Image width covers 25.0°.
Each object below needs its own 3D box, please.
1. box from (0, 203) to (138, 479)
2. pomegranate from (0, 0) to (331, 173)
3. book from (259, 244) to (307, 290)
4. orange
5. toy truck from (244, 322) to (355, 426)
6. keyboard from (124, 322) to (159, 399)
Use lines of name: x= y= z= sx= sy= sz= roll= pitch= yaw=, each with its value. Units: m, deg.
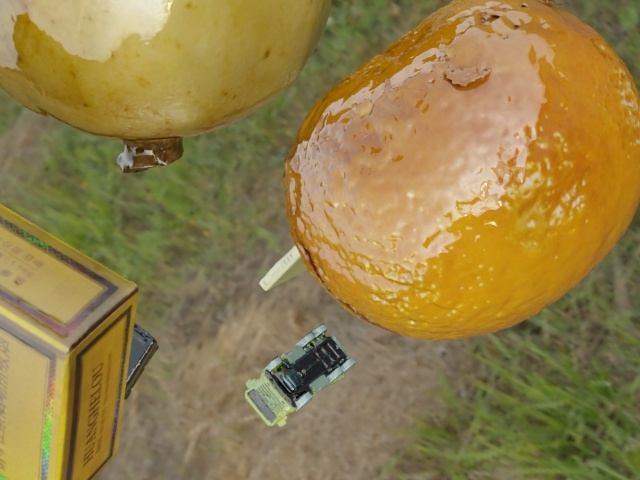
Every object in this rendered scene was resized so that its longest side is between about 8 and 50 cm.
box: x=-0.280 y=0.046 z=1.041 sx=0.084 sy=0.302 sz=0.192 roll=-45 pitch=-22 yaw=-43
pomegranate: x=-0.139 y=-0.210 z=1.076 sx=0.307 sy=0.307 sz=0.307 roll=-26 pitch=50 yaw=36
book: x=0.000 y=-0.001 z=1.259 sx=0.014 sy=0.077 sz=0.111 roll=53 pitch=130 yaw=10
orange: x=0.078 y=-0.033 z=0.745 sx=0.193 sy=0.161 sz=0.193 roll=-35 pitch=3 yaw=2
toy truck: x=-0.032 y=0.185 z=1.915 sx=0.077 sy=0.169 sz=0.100 roll=49 pitch=128 yaw=5
keyboard: x=-0.301 y=0.064 z=1.518 sx=0.317 sy=0.027 sz=0.106 roll=36 pitch=94 yaw=27
